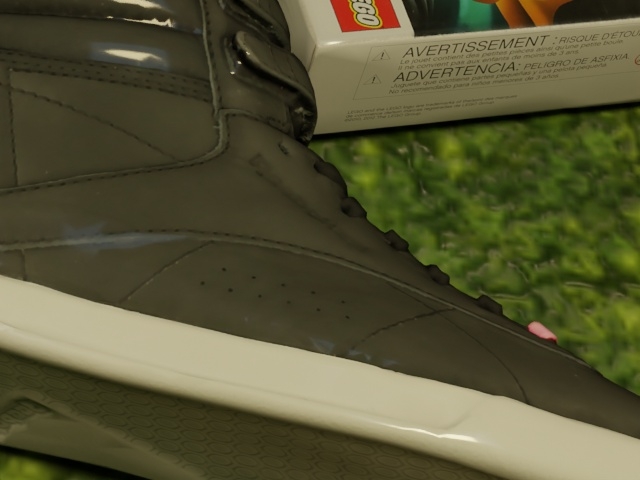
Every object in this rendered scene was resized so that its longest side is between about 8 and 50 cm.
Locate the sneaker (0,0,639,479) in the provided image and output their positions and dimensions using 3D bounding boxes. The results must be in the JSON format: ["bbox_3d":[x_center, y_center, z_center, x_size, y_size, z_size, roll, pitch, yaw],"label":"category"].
[{"bbox_3d":[0.000,0.000,0.461,0.296,0.104,0.147,17,60,1],"label":"sneaker"}]

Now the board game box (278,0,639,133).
[{"bbox_3d":[0.039,-0.182,0.622,0.193,0.053,0.305,-8,60,-21],"label":"board game box"}]
